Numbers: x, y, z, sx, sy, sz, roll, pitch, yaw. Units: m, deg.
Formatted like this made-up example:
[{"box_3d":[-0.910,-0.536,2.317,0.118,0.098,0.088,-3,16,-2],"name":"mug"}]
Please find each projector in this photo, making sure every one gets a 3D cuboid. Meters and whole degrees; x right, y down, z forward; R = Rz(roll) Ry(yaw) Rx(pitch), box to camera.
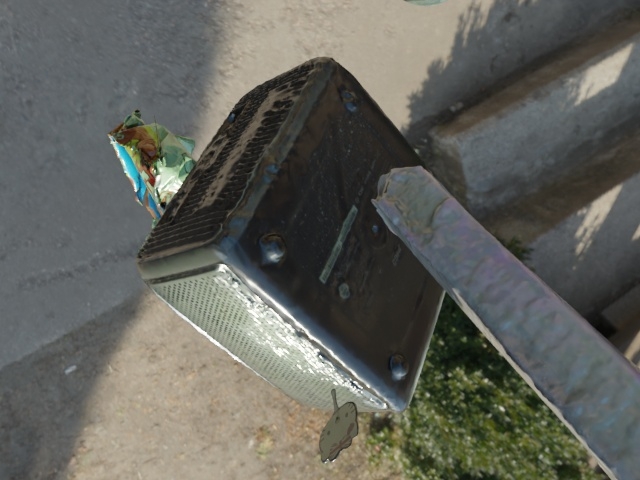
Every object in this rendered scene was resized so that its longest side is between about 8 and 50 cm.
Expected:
[{"box_3d":[0.000,0.000,0.923,0.405,0.242,0.395,46,53,-28],"name":"projector"}]

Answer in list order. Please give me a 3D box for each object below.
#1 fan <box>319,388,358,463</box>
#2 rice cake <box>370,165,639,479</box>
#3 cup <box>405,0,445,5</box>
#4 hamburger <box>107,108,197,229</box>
[{"box_3d":[0.015,0.169,0.575,0.004,0.083,0.056,35,108,-20],"name":"fan"},{"box_3d":[0.142,0.066,0.381,0.056,0.365,0.073,-39,139,3],"name":"rice cake"},{"box_3d":[0.181,-0.528,1.132,0.150,0.199,0.199,-51,144,-53],"name":"cup"},{"box_3d":[-0.250,-0.104,1.106,0.150,0.260,0.276,-32,119,-21],"name":"hamburger"}]
